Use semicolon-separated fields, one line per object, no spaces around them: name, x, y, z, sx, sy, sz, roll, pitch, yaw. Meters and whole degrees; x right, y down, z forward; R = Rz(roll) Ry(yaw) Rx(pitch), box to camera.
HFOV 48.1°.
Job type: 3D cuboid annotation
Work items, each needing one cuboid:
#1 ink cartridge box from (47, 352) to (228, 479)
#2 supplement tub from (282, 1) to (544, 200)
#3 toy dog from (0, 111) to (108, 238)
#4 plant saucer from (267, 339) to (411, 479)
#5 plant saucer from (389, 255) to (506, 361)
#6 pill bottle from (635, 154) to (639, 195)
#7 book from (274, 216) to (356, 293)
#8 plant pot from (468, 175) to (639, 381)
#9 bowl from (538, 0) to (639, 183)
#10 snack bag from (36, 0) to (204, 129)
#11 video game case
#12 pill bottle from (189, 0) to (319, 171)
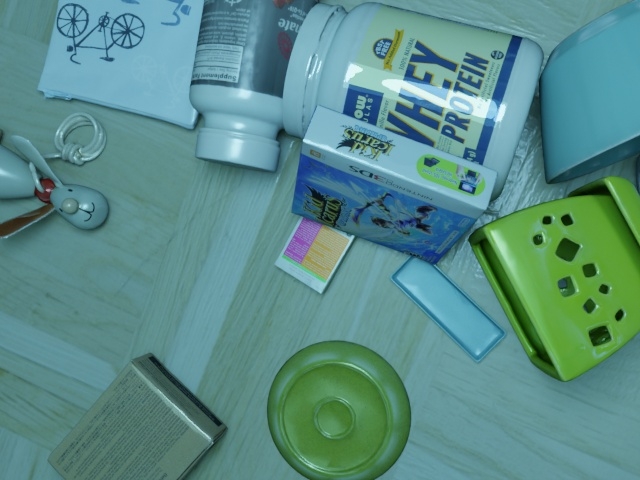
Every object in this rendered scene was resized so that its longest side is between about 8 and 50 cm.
ink cartridge box;-0.304;0.340;1.200;0.193;0.088;0.235;43;97;7
supplement tub;0.130;-0.205;1.035;0.324;0.235;0.236;17;93;11
toy dog;-0.538;-0.112;1.210;0.333;0.161;0.220;-1;90;12
plant saucer;0.025;0.284;1.158;0.240;0.037;0.241;0;89;11
plant saucer;0.200;0.101;1.132;0.192;0.018;0.067;44;98;9
pill bottle;0.589;-0.087;0.986;0.263;0.146;0.146;-14;87;11
book;0.000;0.000;1.166;0.096;0.035;0.144;31;94;11
plant pot;0.355;0.042;1.001;0.207;0.228;0.227;-27;85;3
bowl;0.414;-0.209;0.941;0.311;0.311;0.163;-24;84;11
snack bag;-0.304;-0.378;1.226;0.322;0.037;0.343;15;92;12
video game case;0.086;-0.064;1.008;0.244;0.269;0.061;21;72;2
pill bottle;-0.106;-0.274;1.113;0.176;0.176;0.319;10;92;11
